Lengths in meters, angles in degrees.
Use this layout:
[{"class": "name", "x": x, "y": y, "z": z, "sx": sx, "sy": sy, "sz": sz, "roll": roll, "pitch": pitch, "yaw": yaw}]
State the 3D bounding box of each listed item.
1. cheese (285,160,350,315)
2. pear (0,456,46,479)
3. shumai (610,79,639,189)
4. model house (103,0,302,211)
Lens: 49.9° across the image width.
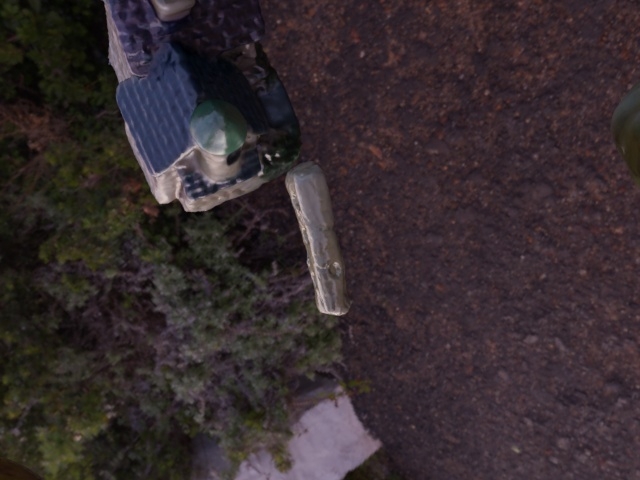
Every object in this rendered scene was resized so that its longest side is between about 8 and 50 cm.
[{"class": "cheese", "x": 0.000, "y": 0.000, "z": 0.830, "sx": 0.065, "sy": 0.043, "sz": 0.194, "roll": 27, "pitch": 133, "yaw": 63}, {"class": "pear", "x": -0.441, "y": 0.397, "z": 0.852, "sx": 0.281, "sy": 0.281, "sz": 0.280, "roll": 23, "pitch": 137, "yaw": 23}, {"class": "shumai", "x": 0.375, "y": -0.079, "z": 0.316, "sx": 0.323, "sy": 0.324, "sz": 0.397, "roll": -65, "pitch": 33, "yaw": 25}, {"class": "model house", "x": -0.161, "y": -0.224, "z": 0.918, "sx": 0.298, "sy": 0.243, "sz": 0.284, "roll": 64, "pitch": 168, "yaw": 9}]
